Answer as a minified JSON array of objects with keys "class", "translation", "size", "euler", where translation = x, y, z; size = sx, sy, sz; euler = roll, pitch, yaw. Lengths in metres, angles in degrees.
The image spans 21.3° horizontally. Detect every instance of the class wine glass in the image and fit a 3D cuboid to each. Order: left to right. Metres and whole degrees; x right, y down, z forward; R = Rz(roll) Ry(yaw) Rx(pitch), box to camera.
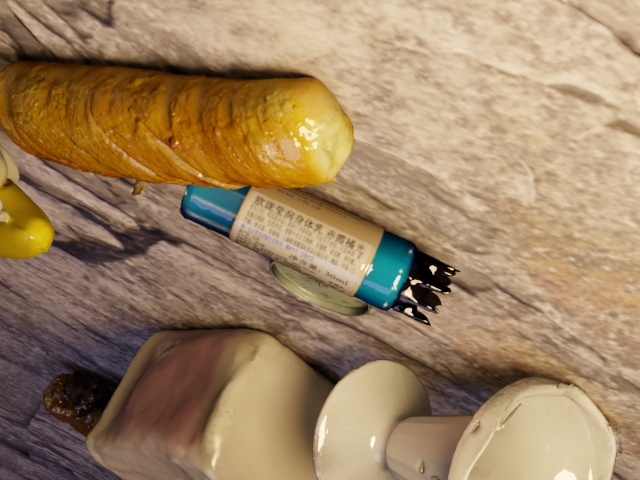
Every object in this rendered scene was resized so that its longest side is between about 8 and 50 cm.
[{"class":"wine glass","translation":[0.102,0.171,1.279],"size":[0.196,0.165,0.165],"euler":[7,154,47]}]

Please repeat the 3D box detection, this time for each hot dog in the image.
[{"class":"hot dog","translation":[-0.101,-0.072,1.045],"size":[0.286,0.061,0.088],"euler":[3,140,43]}]

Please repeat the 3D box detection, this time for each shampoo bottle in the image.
[{"class":"shampoo bottle","translation":[0.000,0.000,1.104],"size":[0.183,0.050,0.087],"euler":[25,-178,0]}]

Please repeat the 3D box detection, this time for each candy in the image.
[{"class":"candy","translation":[-0.021,0.216,1.552],"size":[0.359,0.145,0.208],"euler":[39,157,-33]}]

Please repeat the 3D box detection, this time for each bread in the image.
[{"class":"bread","translation":[-0.241,0.182,1.844],"size":[0.113,0.060,0.082],"euler":[16,158,28]}]

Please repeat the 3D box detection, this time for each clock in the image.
[{"class":"clock","translation":[0.002,0.028,1.233],"size":[0.085,0.017,0.085],"euler":[22,160,8]}]

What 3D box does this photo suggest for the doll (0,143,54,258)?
[{"class":"doll","translation":[-0.273,-0.070,1.152],"size":[0.237,0.111,0.252],"euler":[40,171,20]}]
